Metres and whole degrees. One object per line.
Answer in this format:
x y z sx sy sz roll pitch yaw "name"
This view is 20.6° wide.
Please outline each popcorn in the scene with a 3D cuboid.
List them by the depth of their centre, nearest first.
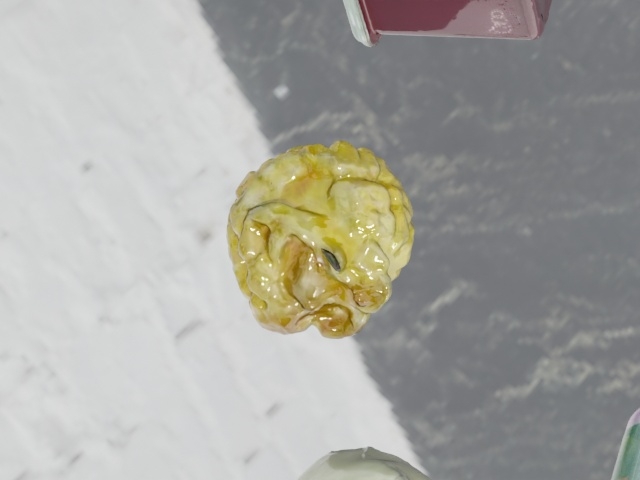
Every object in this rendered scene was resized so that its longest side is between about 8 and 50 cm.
0.000 0.000 1.530 0.180 0.170 0.180 4 105 15 "popcorn"

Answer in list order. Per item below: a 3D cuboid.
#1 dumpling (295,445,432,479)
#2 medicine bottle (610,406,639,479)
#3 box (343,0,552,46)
0.053 0.257 1.406 0.193 0.147 0.258 44 151 -8 "dumpling"
0.238 0.188 1.091 0.133 0.274 0.133 19 158 8 "medicine bottle"
0.105 -0.298 1.426 0.168 0.193 0.294 6 149 17 "box"
